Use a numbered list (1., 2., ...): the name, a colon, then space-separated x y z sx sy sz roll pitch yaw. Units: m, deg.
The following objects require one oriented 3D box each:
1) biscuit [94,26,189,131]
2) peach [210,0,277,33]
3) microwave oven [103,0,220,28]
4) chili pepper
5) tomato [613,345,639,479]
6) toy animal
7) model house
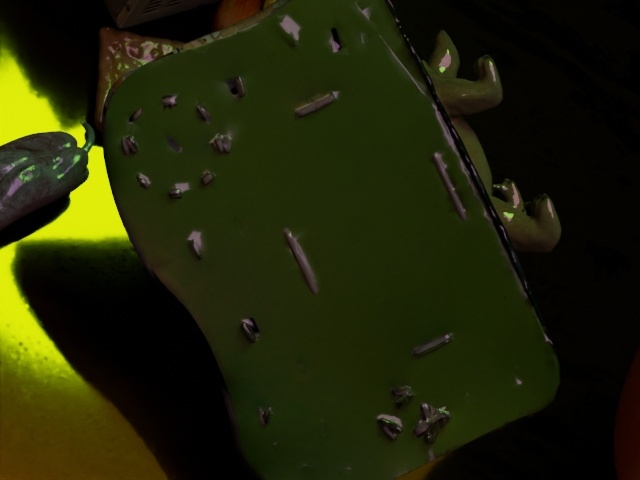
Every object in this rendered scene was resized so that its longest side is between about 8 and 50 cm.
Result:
1. biscuit: -0.113 -0.104 1.163 0.083 0.018 0.081 9 63 -22
2. peach: -0.043 -0.135 1.185 0.098 0.061 0.098 0 90 -65
3. microwave oven: -0.115 -0.290 1.174 0.194 0.145 0.240 -23 78 -32
4. chili pepper: -0.198 -0.034 1.078 0.153 0.041 0.050 -30 39 -33
5. tomato: 0.354 0.152 1.085 0.341 0.341 0.273 9 68 -21
6. toy animal: 0.079 -0.074 1.205 0.101 0.103 0.219 -21 83 -7
7. model house: 0.000 -0.001 1.094 0.207 0.154 0.294 -25 95 0
